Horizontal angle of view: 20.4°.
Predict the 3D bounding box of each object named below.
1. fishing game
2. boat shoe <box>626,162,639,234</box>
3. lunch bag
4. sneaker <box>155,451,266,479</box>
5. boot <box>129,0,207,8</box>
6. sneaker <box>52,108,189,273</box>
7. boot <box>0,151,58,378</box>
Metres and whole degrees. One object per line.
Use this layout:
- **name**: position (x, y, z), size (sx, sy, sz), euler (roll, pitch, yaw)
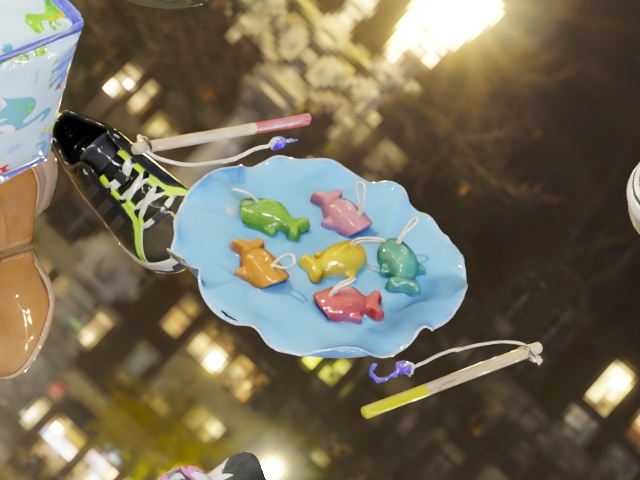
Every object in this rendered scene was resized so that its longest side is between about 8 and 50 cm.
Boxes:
- **fishing game**: position (0.000, 0.000, 1.076), size (0.264, 0.189, 0.041), euler (51, -41, 37)
- **boat shoe**: position (0.340, -0.090, 1.154), size (0.105, 0.306, 0.113), euler (62, 13, -50)
- **lunch bag**: position (-0.206, -0.073, 0.865), size (0.096, 0.151, 0.129), euler (51, -30, 16)
- **sneaker**: position (-0.110, 0.233, 1.492), size (0.178, 0.077, 0.072), euler (1, 59, -62)
- **boot**: position (-0.064, -0.275, 0.799), size (0.089, 0.269, 0.236), euler (7, -31, 26)
- **sneaker**: position (-0.193, -0.051, 1.686), size (0.234, 0.084, 0.097), euler (37, -6, 40)
- **boot**: position (-0.251, 0.031, 1.279), size (0.073, 0.197, 0.152), euler (12, 21, 12)
